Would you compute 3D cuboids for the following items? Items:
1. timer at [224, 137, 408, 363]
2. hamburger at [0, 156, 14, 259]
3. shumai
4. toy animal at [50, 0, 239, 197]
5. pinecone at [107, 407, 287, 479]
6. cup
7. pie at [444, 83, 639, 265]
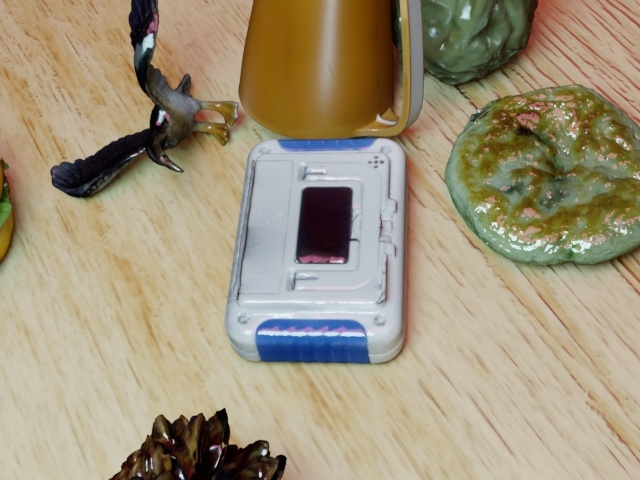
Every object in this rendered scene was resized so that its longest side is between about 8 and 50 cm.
[{"bbox_3d":[0.000,0.000,0.930,0.179,0.078,0.253,-1,56,7],"label":"timer"},{"bbox_3d":[-0.452,-0.053,0.957,0.246,0.170,0.246,4,48,-4],"label":"hamburger"},{"bbox_3d":[0.174,-0.316,0.998,0.189,0.218,0.255,-4,82,-8],"label":"shumai"},{"bbox_3d":[-0.166,-0.141,1.007,0.160,0.272,0.197,-9,40,-43],"label":"toy animal"},{"bbox_3d":[-0.086,0.248,0.710,0.222,0.221,0.221,-4,56,6],"label":"pinecone"},{"bbox_3d":[0.018,-0.235,0.979,0.226,0.264,0.182,31,51,24],"label":"cup"},{"bbox_3d":[0.250,-0.071,0.954,0.241,0.054,0.240,-5,54,7],"label":"pie"}]
